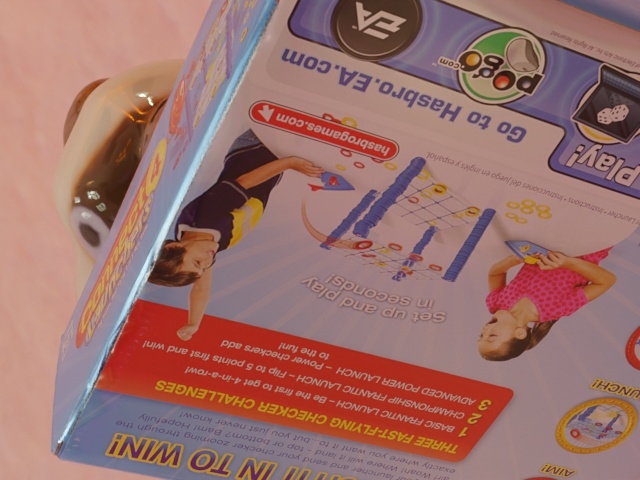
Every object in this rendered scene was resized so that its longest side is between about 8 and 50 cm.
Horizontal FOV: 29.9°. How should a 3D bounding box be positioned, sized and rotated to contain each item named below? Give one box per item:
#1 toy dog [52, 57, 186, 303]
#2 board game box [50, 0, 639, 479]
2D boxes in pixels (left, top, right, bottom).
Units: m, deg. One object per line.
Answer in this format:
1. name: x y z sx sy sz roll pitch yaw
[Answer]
1. toy dog: 0.000 0.000 0.903 0.284 0.407 0.395 38 111 55
2. board game box: 0.066 0.006 0.573 0.302 0.308 0.086 -59 26 33
